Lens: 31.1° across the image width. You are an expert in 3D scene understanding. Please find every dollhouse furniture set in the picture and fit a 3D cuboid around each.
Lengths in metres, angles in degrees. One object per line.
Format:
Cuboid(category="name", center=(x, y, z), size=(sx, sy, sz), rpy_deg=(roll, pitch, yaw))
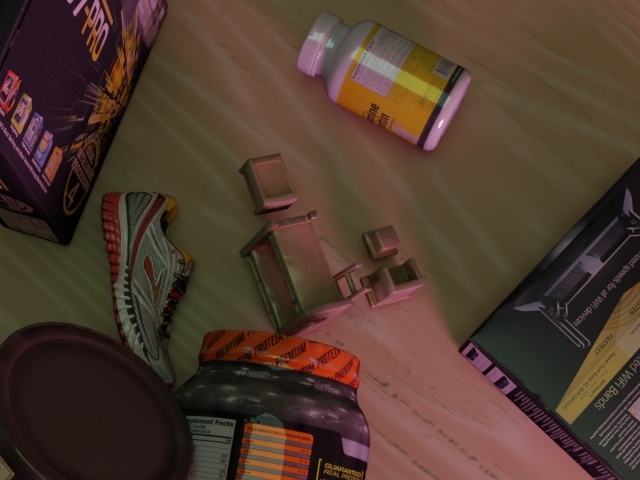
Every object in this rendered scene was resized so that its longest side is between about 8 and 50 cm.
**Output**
Cuboid(category="dollhouse furniture set", center=(0.000, 0.000, 1.274), size=(0.161, 0.101, 0.182), rpy_deg=(-12, 73, -31))

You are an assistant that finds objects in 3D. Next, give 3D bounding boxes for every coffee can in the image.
Cuboid(category="coffee can", center=(-0.276, 0.237, 1.057), size=(0.201, 0.201, 0.275), rpy_deg=(48, 118, 10))

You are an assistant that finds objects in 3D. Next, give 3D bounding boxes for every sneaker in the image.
Cuboid(category="sneaker", center=(-0.179, 0.048, 1.237), size=(0.092, 0.088, 0.225), rpy_deg=(-8, 75, -6))

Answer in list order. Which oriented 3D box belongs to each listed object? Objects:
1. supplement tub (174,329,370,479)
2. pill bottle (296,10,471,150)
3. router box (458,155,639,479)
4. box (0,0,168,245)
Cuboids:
Cuboid(category="supplement tub", center=(-0.065, 0.269, 1.119), size=(0.207, 0.207, 0.338), rpy_deg=(10, 74, 0))
Cuboid(category="pill bottle", center=(0.070, -0.186, 1.304), size=(0.184, 0.103, 0.103), rpy_deg=(28, 75, 6))
Cuboid(category="router box", center=(0.343, 0.089, 1.251), size=(0.243, 0.081, 0.309), rpy_deg=(44, 77, 9))
Cuboid(category="box", center=(-0.268, -0.199, 1.143), size=(0.097, 0.395, 0.318), rpy_deg=(16, 73, 4))
